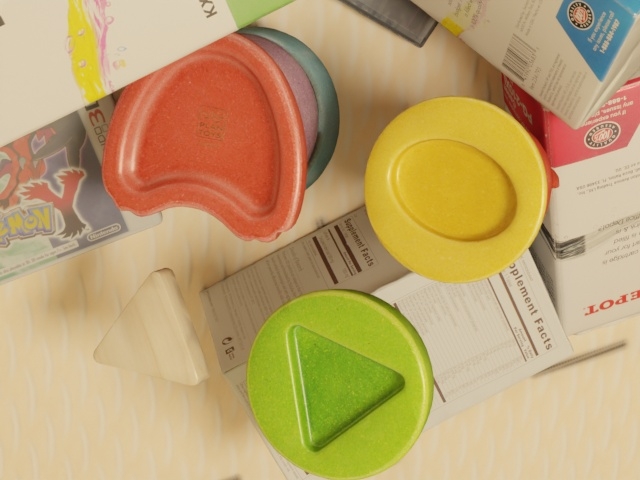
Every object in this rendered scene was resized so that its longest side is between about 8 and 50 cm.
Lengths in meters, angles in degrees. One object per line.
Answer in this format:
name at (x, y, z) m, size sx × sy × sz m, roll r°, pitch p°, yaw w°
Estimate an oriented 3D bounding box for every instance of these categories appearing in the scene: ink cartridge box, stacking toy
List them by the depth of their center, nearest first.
ink cartridge box at (-0.198, -0.184, 0.867) m, size 0.353 × 0.119 × 0.207 m, roll -28°, pitch 123°, yaw -4°
ink cartridge box at (0.119, -0.197, 0.913) m, size 0.078 × 0.231 × 0.134 m, roll -43°, pitch 165°, yaw -24°
stacking toy at (0.000, 0.000, 0.988) m, size 0.309 × 0.130 × 0.280 m, roll 22°, pitch 105°, yaw 17°
ink cartridge box at (0.241, -0.059, 1.068) m, size 0.172 × 0.100 × 0.237 m, roll -18°, pitch 132°, yaw -5°

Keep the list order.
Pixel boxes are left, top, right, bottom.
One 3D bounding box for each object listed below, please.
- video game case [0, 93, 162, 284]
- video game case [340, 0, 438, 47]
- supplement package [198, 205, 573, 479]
video game case at (-0.240, -0.056, 1.019) m, size 0.201 × 0.023 × 0.183 m, roll -21°, pitch 119°, yaw -3°
video game case at (0.015, -0.282, 0.973) m, size 0.274 × 0.026 × 0.196 m, roll 27°, pitch 106°, yaw -23°
supplement package at (0.049, 0.064, 1.088) m, size 0.244 × 0.134 × 0.139 m, roll -27°, pitch 119°, yaw 0°
